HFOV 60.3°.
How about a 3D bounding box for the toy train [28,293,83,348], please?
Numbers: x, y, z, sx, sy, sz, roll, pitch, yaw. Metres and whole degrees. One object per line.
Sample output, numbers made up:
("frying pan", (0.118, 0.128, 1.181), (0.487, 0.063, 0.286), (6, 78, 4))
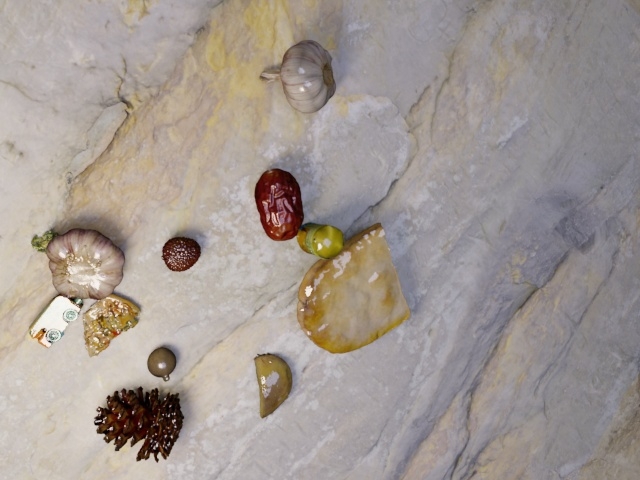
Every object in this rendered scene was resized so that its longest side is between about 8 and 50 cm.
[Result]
("toy train", (-0.845, 0.250, 1.768), (0.099, 0.072, 0.188), (38, 84, -13))

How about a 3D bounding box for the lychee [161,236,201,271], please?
("lychee", (-0.466, 0.042, 1.845), (0.129, 0.123, 0.123), (-34, 105, -9))

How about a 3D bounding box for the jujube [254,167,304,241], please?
("jujube", (-0.145, -0.124, 1.909), (0.174, 0.174, 0.250), (-7, 97, -18))

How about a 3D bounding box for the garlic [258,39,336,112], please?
("garlic", (-0.088, -0.559, 1.892), (0.254, 0.245, 0.244), (2, 97, 18))

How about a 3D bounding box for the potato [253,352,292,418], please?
("potato", (-0.163, 0.537, 2.019), (0.138, 0.098, 0.242), (-8, 100, -20))

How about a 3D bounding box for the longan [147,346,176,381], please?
("longan", (-0.536, 0.424, 1.870), (0.106, 0.106, 0.119), (-17, 69, -16))

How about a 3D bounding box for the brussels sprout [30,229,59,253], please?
("brussels sprout", (-0.863, 0.006, 1.742), (0.085, 0.058, 0.085), (-3, 67, 8))

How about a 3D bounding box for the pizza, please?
("pizza", (-0.711, 0.275, 1.817), (0.226, 0.069, 0.147), (-41, 109, -10))

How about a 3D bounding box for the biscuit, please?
("biscuit", (0.119, 0.217, 2.062), (0.446, 0.104, 0.429), (-33, 118, -12))

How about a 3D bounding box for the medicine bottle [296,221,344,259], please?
("medicine bottle", (0.000, 0.000, 1.937), (0.124, 0.239, 0.124), (-1, 95, -16))

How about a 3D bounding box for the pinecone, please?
("pinecone", (-0.598, 0.599, 1.812), (0.293, 0.246, 0.246), (10, 93, 0))

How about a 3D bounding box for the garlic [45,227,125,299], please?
("garlic", (-0.740, 0.068, 1.742), (0.245, 0.160, 0.244), (-4, 115, -8))
